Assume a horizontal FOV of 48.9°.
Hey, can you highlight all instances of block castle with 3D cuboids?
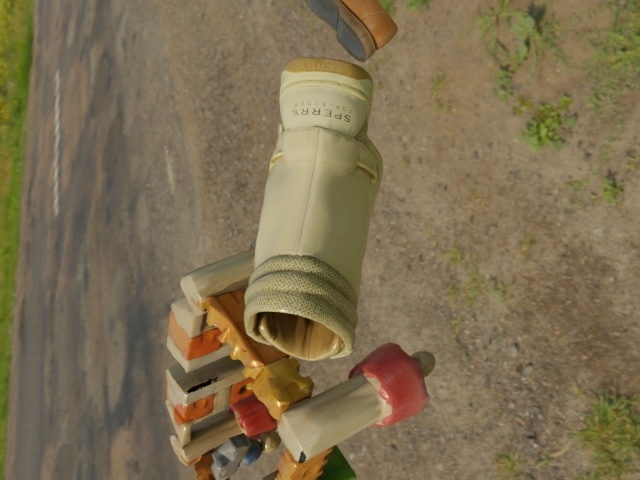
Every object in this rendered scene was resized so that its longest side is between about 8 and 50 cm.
[{"bbox_3d":[-0.042,0.225,0.939,0.303,0.212,0.453,49,143,31],"label":"block castle"}]

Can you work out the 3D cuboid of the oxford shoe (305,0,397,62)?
[{"bbox_3d":[0.024,-0.344,0.964,0.212,0.076,0.076,53,167,5],"label":"oxford shoe"}]

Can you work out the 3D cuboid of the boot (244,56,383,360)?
[{"bbox_3d":[0.000,0.000,0.589,0.262,0.095,0.204,85,-168,-73],"label":"boot"}]
